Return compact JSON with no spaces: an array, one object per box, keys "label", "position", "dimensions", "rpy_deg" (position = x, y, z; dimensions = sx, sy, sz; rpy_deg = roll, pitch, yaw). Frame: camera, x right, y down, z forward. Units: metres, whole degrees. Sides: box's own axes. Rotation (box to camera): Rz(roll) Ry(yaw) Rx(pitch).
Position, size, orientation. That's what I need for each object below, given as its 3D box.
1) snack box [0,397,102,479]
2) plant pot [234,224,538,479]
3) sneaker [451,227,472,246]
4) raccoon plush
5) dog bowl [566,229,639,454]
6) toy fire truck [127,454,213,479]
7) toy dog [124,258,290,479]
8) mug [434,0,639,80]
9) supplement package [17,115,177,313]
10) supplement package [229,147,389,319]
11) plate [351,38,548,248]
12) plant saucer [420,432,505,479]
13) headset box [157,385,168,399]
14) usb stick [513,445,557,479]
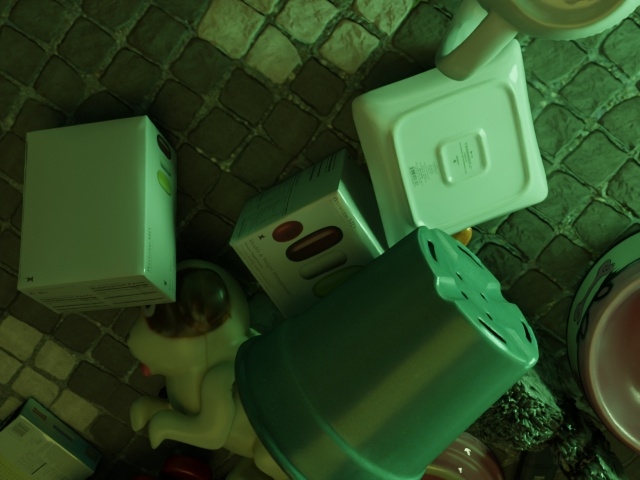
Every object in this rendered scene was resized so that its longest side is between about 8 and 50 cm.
[{"label":"snack box","position":[-0.608,0.464,2.075],"dimensions":[0.322,0.060,0.187],"rpy_deg":[-39,108,25]},{"label":"plant pot","position":[0.110,0.175,1.521],"dimensions":[0.341,0.341,0.334],"rpy_deg":[41,110,-15]},{"label":"sneaker","position":[0.176,0.027,1.722],"dimensions":[0.175,0.067,0.064],"rpy_deg":[-33,109,21]},{"label":"raccoon plush","position":[0.260,0.318,1.721],"dimensions":[0.299,0.216,0.446],"rpy_deg":[-39,70,28]},{"label":"dog bowl","position":[0.588,0.176,1.630],"dimensions":[0.408,0.150,0.408],"rpy_deg":[4,102,17]},{"label":"toy fire truck","position":[-0.268,0.555,2.025],"dimensions":[0.302,0.169,0.254],"rpy_deg":[32,138,-21]},{"label":"toy dog","position":[-0.143,0.217,1.745],"dimensions":[0.395,0.284,0.408],"rpy_deg":[-41,104,-3]},{"label":"mug","position":[0.274,-0.361,1.337],"dimensions":[0.276,0.328,0.374],"rpy_deg":[34,118,-11]},{"label":"supplement package","position":[-0.340,-0.037,1.625],"dimensions":[0.204,0.262,0.145],"rpy_deg":[-6,160,11]},{"label":"supplement package","position":[0.000,0.000,1.681],"dimensions":[0.203,0.149,0.194],"rpy_deg":[-27,114,21]},{"label":"plate","position":[0.208,-0.130,1.580],"dimensions":[0.278,0.045,0.277],"rpy_deg":[-21,117,-8]},{"label":"plant saucer","position":[0.184,0.491,1.975],"dimensions":[0.332,0.084,0.332],"rpy_deg":[3,119,6]},{"label":"headset box","position":[-0.267,0.316,1.945],"dimensions":[0.032,0.062,0.083],"rpy_deg":[-39,107,25]},{"label":"usb stick","position":[0.395,0.450,1.941],"dimensions":[0.077,0.045,0.278],"rpy_deg":[0,122,-15]}]
